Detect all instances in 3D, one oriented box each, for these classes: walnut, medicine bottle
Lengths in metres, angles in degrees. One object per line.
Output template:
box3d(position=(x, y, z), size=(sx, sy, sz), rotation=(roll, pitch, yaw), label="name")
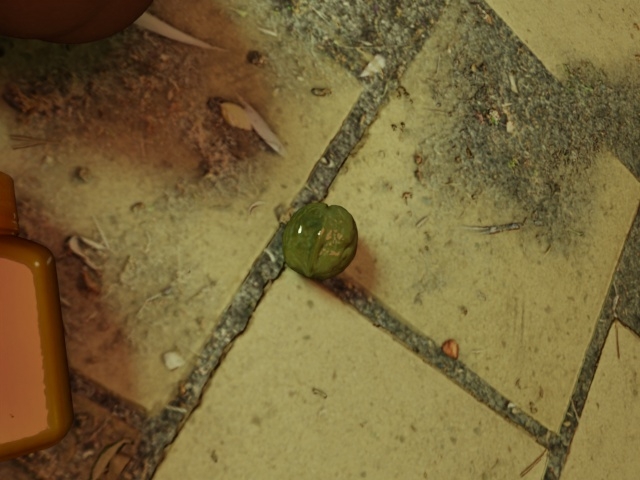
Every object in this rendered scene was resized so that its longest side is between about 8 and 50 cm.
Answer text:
box3d(position=(0.000, 0.000, 0.580), size=(0.092, 0.092, 0.092), rotation=(5, 79, -25), label="walnut")
box3d(position=(-0.288, 0.061, 0.413), size=(0.149, 0.112, 0.222), rotation=(-7, 84, -26), label="medicine bottle")

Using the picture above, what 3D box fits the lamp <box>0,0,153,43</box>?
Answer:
box3d(position=(-0.273, -0.274, 0.407), size=(0.305, 0.305, 0.240), rotation=(32, 114, -16), label="lamp")
